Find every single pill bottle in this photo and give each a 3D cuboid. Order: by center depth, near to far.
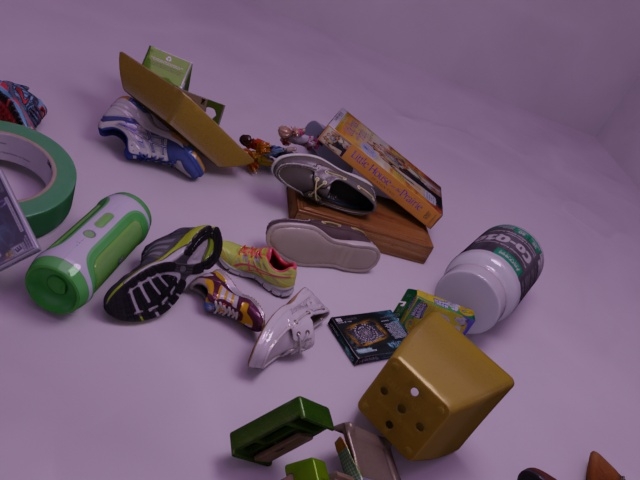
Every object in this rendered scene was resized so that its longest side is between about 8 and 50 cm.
[{"bbox_3d":[0.453,0.099,1.667,0.204,0.204,0.361,37,34,17],"label":"pill bottle"}]

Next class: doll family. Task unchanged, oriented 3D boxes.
[{"bbox_3d":[-0.136,-0.251,1.791,0.263,0.118,0.163,-3,-11,44],"label":"doll family"}]

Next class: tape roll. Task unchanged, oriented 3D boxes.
[{"bbox_3d":[-0.686,-0.131,1.306,0.321,0.077,0.321,17,40,-15],"label":"tape roll"}]

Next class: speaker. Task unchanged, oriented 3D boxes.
[{"bbox_3d":[-0.450,0.016,1.237,0.131,0.131,0.296,25,33,-1],"label":"speaker"}]

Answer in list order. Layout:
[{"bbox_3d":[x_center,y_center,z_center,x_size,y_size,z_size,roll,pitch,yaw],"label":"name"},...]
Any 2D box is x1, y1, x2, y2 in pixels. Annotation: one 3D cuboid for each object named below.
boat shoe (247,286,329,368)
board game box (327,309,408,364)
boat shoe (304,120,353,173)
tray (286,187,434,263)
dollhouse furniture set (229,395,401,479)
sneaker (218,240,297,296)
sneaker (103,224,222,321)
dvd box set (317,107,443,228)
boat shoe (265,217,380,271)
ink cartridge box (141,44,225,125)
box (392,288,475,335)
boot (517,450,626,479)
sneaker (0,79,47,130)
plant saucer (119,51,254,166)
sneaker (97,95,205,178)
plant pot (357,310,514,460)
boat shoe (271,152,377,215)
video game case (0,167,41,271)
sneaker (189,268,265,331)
[{"bbox_3d":[-0.054,0.188,1.295,0.096,0.098,0.277,31,32,10],"label":"boat shoe"},{"bbox_3d":[0.122,0.220,1.436,0.186,0.026,0.126,-2,42,-36],"label":"board game box"},{"bbox_3d":[0.045,-0.285,2.020,0.105,0.113,0.306,18,19,-36],"label":"boat shoe"},{"bbox_3d":[0.111,-0.068,1.791,0.411,0.076,0.202,14,34,-16],"label":"tray"},{"bbox_3d":[0.014,0.416,1.052,0.301,0.151,0.197,36,26,-43],"label":"dollhouse furniture set"},{"bbox_3d":[-0.142,0.043,1.442,0.209,0.094,0.081,26,34,2],"label":"sneaker"},{"bbox_3d":[-0.334,0.064,1.289,0.121,0.111,0.300,5,30,34],"label":"sneaker"},{"bbox_3d":[0.193,-0.231,1.900,0.420,0.062,0.307,38,22,-5],"label":"dvd box set"},{"bbox_3d":[0.000,0.000,1.586,0.324,0.116,0.096,12,31,-28],"label":"boat shoe"},{"bbox_3d":[-0.403,-0.449,1.857,0.255,0.189,0.097,19,73,-11],"label":"ink cartridge box"},{"bbox_3d":[0.271,0.187,1.512,0.179,0.105,0.043,21,32,-6],"label":"box"},{"bbox_3d":[0.543,0.505,1.262,0.264,0.096,0.280,38,34,18],"label":"boot"},{"bbox_3d":[-0.735,-0.325,1.546,0.125,0.104,0.262,-6,45,-43],"label":"sneaker"},{"bbox_3d":[-0.375,-0.329,1.674,0.333,0.081,0.333,36,-4,34],"label":"plant saucer"},{"bbox_3d":[-0.448,-0.242,1.647,0.296,0.112,0.131,37,69,-3],"label":"sneaker"},{"bbox_3d":[0.198,0.294,1.192,0.212,0.212,0.187,43,29,24],"label":"plant pot"},{"bbox_3d":[0.016,-0.147,1.671,0.305,0.109,0.091,17,29,-20],"label":"boat shoe"},{"bbox_3d":[-0.628,-0.020,1.133,0.173,0.022,0.190,-29,75,-12],"label":"video game case"},{"bbox_3d":[-0.196,0.138,1.307,0.185,0.069,0.084,38,42,29],"label":"sneaker"}]
